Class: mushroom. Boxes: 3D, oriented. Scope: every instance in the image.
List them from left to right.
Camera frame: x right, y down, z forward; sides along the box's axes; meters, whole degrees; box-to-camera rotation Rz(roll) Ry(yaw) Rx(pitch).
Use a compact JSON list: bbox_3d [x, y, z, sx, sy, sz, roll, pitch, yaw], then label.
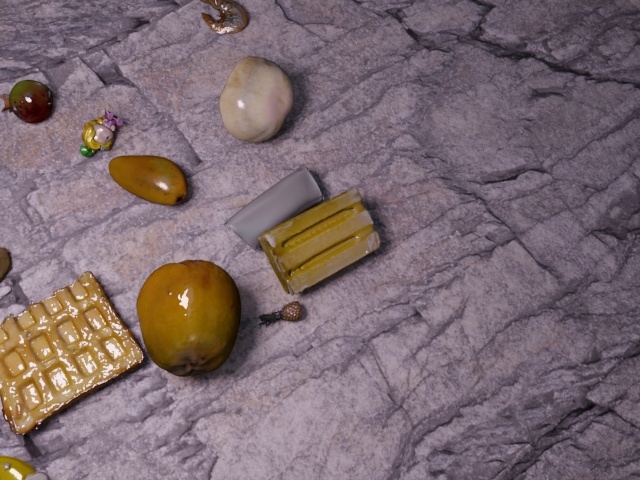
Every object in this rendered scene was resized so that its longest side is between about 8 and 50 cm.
[{"bbox_3d":[-0.217,-0.431,1.793,0.235,0.253,0.260,13,24,34],"label":"mushroom"}]

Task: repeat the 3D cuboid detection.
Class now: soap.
[{"bbox_3d":[0.000,0.000,1.678,0.315,0.091,0.199,-30,101,-18],"label":"soap"}]

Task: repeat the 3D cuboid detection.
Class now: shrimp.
[{"bbox_3d":[-0.340,-0.776,1.996,0.188,0.051,0.132,32,67,2],"label":"shrimp"}]

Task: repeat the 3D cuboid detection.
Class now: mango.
[{"bbox_3d":[-0.498,-0.187,1.706,0.254,0.113,0.138,21,71,8],"label":"mango"}]

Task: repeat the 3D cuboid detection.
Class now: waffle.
[{"bbox_3d":[-0.671,0.285,1.509,0.348,0.077,0.304,-31,76,-18],"label":"waffle"}]

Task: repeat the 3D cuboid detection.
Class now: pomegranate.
[{"bbox_3d":[-0.875,-0.407,1.734,0.160,0.129,0.129,-17,71,-7],"label":"pomegranate"}]

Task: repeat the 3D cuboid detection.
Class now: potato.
[{"bbox_3d":[-0.920,0.073,1.552,0.172,0.089,0.100,-14,73,-15],"label":"potato"}]

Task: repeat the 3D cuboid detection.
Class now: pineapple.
[{"bbox_3d":[-0.115,0.204,1.634,0.125,0.058,0.058,-9,70,-7],"label":"pineapple"}]

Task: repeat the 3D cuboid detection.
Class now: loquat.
[{"bbox_3d":[-0.324,0.191,1.488,0.276,0.276,0.283,-6,59,-10],"label":"loquat"}]

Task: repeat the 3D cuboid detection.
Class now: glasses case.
[{"bbox_3d":[-0.132,-0.090,1.734,0.308,0.083,0.128,-38,83,-20],"label":"glasses case"}]

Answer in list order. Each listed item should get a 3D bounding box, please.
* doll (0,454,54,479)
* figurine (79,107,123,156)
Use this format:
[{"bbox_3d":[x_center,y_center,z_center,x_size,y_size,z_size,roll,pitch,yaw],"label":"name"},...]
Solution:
[{"bbox_3d":[-0.738,0.627,1.343,0.252,0.111,0.237,26,68,-7],"label":"doll"},{"bbox_3d":[-0.668,-0.318,1.759,0.095,0.115,0.156,33,85,-30],"label":"figurine"}]
